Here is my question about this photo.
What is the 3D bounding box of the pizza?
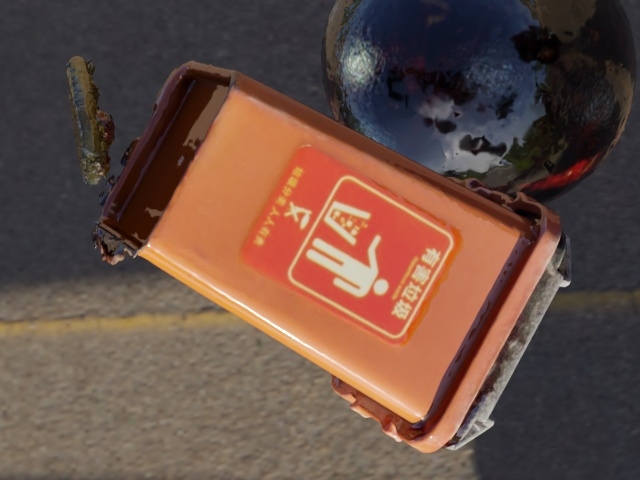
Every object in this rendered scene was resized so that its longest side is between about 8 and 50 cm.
[{"bbox_3d":[-0.137,-0.066,0.978,0.078,0.025,0.083,92,166,-52],"label":"pizza"}]

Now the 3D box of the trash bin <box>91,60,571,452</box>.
[{"bbox_3d":[0.000,0.000,0.939,0.161,0.239,0.184,-61,21,-1],"label":"trash bin"}]

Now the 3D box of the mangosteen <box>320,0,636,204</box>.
[{"bbox_3d":[0.130,-0.134,1.375,0.288,0.288,0.288,5,97,40],"label":"mangosteen"}]
